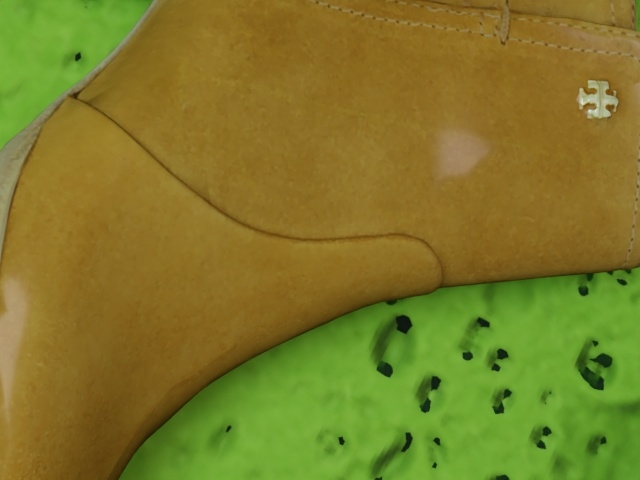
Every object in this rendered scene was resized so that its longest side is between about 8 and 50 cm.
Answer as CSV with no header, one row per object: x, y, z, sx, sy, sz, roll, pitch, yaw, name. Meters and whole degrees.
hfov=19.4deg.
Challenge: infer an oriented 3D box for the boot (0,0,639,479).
0.000,-0.001,0.567,0.211,0.104,0.295,9,75,-11,boot
